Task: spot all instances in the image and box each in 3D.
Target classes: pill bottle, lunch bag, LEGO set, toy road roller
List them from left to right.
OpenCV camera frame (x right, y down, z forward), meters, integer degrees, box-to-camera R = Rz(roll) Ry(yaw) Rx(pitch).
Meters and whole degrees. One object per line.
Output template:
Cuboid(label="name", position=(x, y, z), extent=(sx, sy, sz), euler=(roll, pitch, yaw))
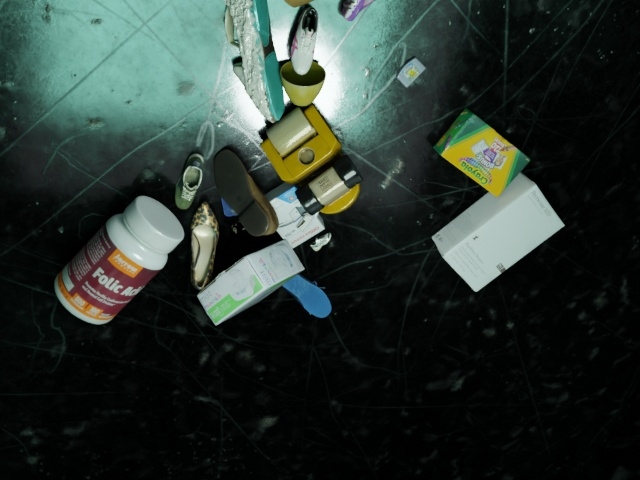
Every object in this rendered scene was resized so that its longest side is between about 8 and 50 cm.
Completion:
Cuboid(label="pill bottle", position=(-0.625, 0.060, 1.921), extent=(0.392, 0.224, 0.224), euler=(-43, 117, 14))
Cuboid(label="lunch bag", position=(-0.283, -0.131, 1.968), extent=(0.067, 0.065, 0.099), euler=(-10, 120, -4))
Cuboid(label="LEGO set", position=(-0.258, -0.055, 2.043), extent=(0.083, 0.023, 0.054), euler=(-9, 118, 10))
Cuboid(label="toy road roller", position=(-0.010, -0.235, 1.913), extent=(0.202, 0.240, 0.330), euler=(-35, 81, 10))

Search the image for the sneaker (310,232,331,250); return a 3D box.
Cuboid(label="sneaker", position=(0.000, 0.000, 2.108), extent=(0.083, 0.032, 0.037), euler=(-44, 117, 14))

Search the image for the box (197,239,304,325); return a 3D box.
Cuboid(label="box", position=(-0.226, 0.131, 1.977), extent=(0.262, 0.231, 0.127), euler=(-36, 85, 31))

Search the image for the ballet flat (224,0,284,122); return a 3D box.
Cuboid(label="ballet flat", position=(-0.194, -0.542, 1.743), extent=(0.146, 0.147, 0.409), euler=(-10, 117, -5))

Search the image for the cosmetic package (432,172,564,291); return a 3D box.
Cuboid(label="cosmetic package", position=(0.612, -0.032, 2.126), extent=(0.385, 0.156, 0.217), euler=(-40, 115, 14))

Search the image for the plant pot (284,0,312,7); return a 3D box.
Cuboid(label="plant pot", position=(-0.009, -0.744, 1.611), extent=(0.254, 0.237, 0.237), euler=(-34, 120, 26))

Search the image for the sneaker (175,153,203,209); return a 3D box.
Cuboid(label="sneaker", position=(-0.413, -0.172, 1.911), extent=(0.064, 0.086, 0.192), euler=(16, 115, -18))

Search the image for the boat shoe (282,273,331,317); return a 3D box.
Cuboid(label="boat shoe", position=(-0.057, 0.166, 2.162), extent=(0.109, 0.089, 0.258), euler=(-41, 113, -2))

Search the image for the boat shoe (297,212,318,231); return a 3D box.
Cuboid(label="boat shoe", position=(-0.042, -0.072, 1.968), extent=(0.035, 0.035, 0.100), euler=(26, 116, -25))

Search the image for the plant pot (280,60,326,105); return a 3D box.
Cuboid(label="plant pot", position=(-0.054, -0.456, 1.807), extent=(0.134, 0.134, 0.095), euler=(-2, 140, -9))

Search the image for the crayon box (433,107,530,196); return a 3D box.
Cuboid(label="crayon box", position=(0.531, -0.287, 2.015), extent=(0.278, 0.081, 0.165), euler=(31, 109, -23))

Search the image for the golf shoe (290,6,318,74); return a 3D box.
Cuboid(label="golf shoe", position=(-0.046, -0.565, 1.730), extent=(0.067, 0.086, 0.186), euler=(7, 95, -7))

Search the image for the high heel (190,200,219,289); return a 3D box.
Cuboid(label="high heel", position=(-0.375, 0.022, 1.966), extent=(0.093, 0.186, 0.261), euler=(3, 118, -9))

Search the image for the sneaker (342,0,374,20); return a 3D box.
Cuboid(label="sneaker", position=(0.156, -0.711, 1.718), extent=(0.104, 0.095, 0.236), euler=(28, 110, -30))

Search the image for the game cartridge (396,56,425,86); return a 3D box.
Cuboid(label="game cartridge", position=(0.276, -0.520, 1.883), extent=(0.056, 0.017, 0.083), euler=(39, 106, -22))

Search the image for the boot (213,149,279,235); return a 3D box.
Cuboid(label="boot", position=(-0.231, -0.145, 1.905), extent=(0.112, 0.115, 0.305), euler=(-35, 77, 21))

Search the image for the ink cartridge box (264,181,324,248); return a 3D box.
Cuboid(label="ink cartridge box", position=(-0.094, -0.088, 2.016), extent=(0.139, 0.082, 0.191), euler=(-32, 117, 8))
